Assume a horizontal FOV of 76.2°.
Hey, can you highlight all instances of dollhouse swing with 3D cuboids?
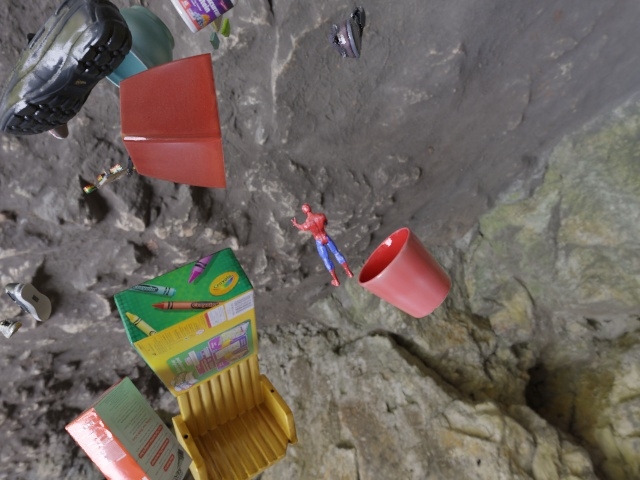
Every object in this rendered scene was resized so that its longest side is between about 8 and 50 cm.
[{"bbox_3d":[-0.282,0.561,1.350,0.347,0.315,0.304,-17,128,-33],"label":"dollhouse swing"}]

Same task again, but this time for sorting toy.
[{"bbox_3d":[-0.963,-0.313,1.900,0.132,0.046,0.274,-18,-162,45],"label":"sorting toy"}]

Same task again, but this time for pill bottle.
[{"bbox_3d":[-0.285,-0.644,1.065,0.194,0.108,0.108,-33,158,4],"label":"pill bottle"}]

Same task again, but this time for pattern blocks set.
[{"bbox_3d":[-0.411,-0.914,1.560,0.026,0.324,0.285,-2,148,11],"label":"pattern blocks set"}]

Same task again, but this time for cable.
[{"bbox_3d":[0.134,-0.869,1.711,0.047,0.184,0.151,2,180,-28],"label":"cable"}]

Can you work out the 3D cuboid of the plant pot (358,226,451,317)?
[{"bbox_3d":[0.312,0.127,1.463,0.275,0.243,0.275,-49,-172,9],"label":"plant pot"}]

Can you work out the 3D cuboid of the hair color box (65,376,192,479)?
[{"bbox_3d":[-0.264,0.291,0.579,0.053,0.167,0.093,-36,-175,5],"label":"hair color box"}]

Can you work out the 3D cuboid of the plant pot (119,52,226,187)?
[{"bbox_3d":[-0.392,-0.305,1.101,0.236,0.266,0.267,-7,161,-12],"label":"plant pot"}]

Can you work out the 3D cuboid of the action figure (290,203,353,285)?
[{"bbox_3d":[0.000,0.000,1.319,0.092,0.280,0.139,-31,-158,-11],"label":"action figure"}]

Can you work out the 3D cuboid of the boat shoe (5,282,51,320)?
[{"bbox_3d":[-0.653,0.135,0.916,0.040,0.049,0.142,10,141,0],"label":"boat shoe"}]

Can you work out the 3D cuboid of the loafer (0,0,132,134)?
[{"bbox_3d":[-0.318,-0.208,0.491,0.223,0.078,0.076,-31,175,22],"label":"loafer"}]

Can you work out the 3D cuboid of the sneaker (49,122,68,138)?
[{"bbox_3d":[-0.701,-0.341,1.093,0.065,0.061,0.157,5,137,-2],"label":"sneaker"}]

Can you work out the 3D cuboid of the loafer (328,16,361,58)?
[{"bbox_3d":[0.065,-0.578,1.185,0.095,0.109,0.302,-11,-155,14],"label":"loafer"}]

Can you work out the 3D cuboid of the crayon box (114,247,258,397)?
[{"bbox_3d":[-0.192,0.143,0.649,0.166,0.081,0.278,-24,152,-21],"label":"crayon box"}]

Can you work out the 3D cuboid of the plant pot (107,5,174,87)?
[{"bbox_3d":[-0.618,-0.650,1.371,0.196,0.293,0.293,-62,168,-19],"label":"plant pot"}]

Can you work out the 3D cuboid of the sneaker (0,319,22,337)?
[{"bbox_3d":[-0.658,0.182,0.857,0.083,0.037,0.032,-27,-159,39],"label":"sneaker"}]

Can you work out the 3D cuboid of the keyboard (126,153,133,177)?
[{"bbox_3d":[-0.774,-0.311,1.663,0.023,0.108,0.180,6,164,-24],"label":"keyboard"}]
